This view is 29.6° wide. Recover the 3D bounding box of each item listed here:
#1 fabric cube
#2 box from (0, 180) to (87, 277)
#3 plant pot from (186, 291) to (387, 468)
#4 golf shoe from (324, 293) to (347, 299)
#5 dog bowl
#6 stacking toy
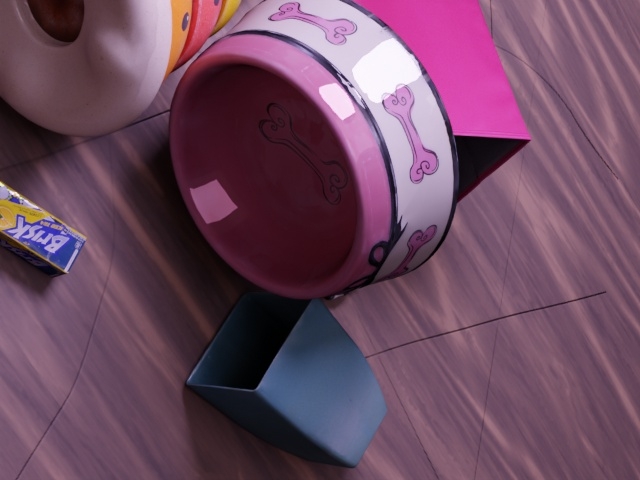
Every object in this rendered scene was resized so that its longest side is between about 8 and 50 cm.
[{"bbox_3d":[0.098,-0.195,1.744,0.254,0.259,0.258,-2,64,-34],"label":"fabric cube"},{"bbox_3d":[-0.389,-0.021,1.550,0.169,0.054,0.059,36,65,-24],"label":"box"},{"bbox_3d":[-0.029,0.209,1.702,0.234,0.166,0.165,48,60,-29],"label":"plant pot"},{"bbox_3d":[0.000,0.000,1.800,0.086,0.067,0.186,-38,104,-32],"label":"golf shoe"},{"bbox_3d":[-0.029,-0.104,1.556,0.150,0.408,0.408,-32,101,-40],"label":"dog bowl"},{"bbox_3d":[-0.216,-0.365,1.611,0.480,0.351,0.350,-35,103,-49],"label":"stacking toy"}]
